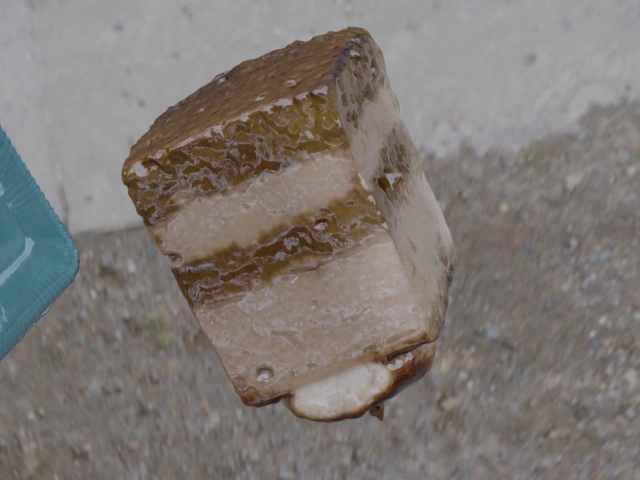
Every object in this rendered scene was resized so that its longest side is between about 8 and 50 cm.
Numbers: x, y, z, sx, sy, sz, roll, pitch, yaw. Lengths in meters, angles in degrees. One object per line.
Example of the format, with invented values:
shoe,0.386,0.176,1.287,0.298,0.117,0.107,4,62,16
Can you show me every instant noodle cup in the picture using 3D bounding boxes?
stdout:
instant noodle cup,-0.209,-0.004,0.977,0.179,0.070,0.157,60,42,-20

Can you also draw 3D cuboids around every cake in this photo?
cake,0.000,0.000,1.426,0.196,0.199,0.293,-22,105,17
